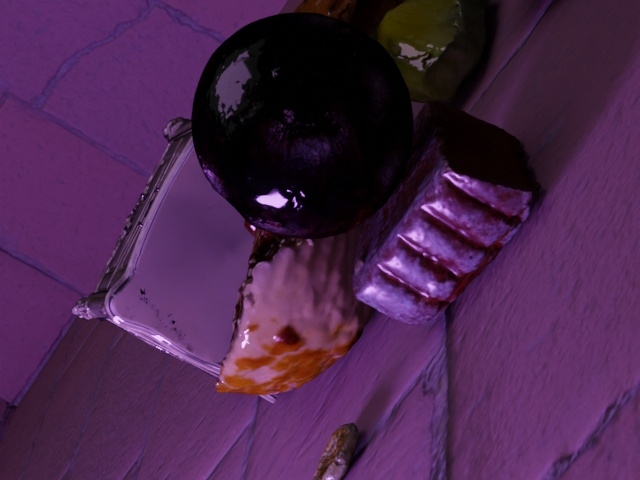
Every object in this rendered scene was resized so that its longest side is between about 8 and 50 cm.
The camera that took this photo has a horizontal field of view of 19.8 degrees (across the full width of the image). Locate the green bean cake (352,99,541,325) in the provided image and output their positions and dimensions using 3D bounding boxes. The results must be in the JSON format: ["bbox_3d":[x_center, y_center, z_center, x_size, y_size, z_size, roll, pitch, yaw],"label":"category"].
[{"bbox_3d":[0.119,-0.043,1.701,0.198,0.097,0.233,-54,12,30],"label":"green bean cake"}]

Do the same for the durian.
[{"bbox_3d":[0.134,-0.232,2.139,0.139,0.101,0.250,-16,23,12],"label":"durian"}]

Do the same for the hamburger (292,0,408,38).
[{"bbox_3d":[0.037,-0.244,2.433,0.244,0.163,0.244,-47,17,19],"label":"hamburger"}]

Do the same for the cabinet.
[{"bbox_3d":[-0.126,0.008,2.192,0.290,0.227,0.318,-64,13,-8],"label":"cabinet"}]

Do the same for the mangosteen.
[{"bbox_3d":[-0.016,-0.095,1.704,0.211,0.211,0.250,-62,-8,-14],"label":"mangosteen"}]

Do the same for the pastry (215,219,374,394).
[{"bbox_3d":[-0.017,0.048,1.912,0.256,0.170,0.237,-110,29,-76],"label":"pastry"}]

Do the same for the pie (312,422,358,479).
[{"bbox_3d":[0.014,0.206,1.710,0.084,0.021,0.084,-60,8,13],"label":"pie"}]
